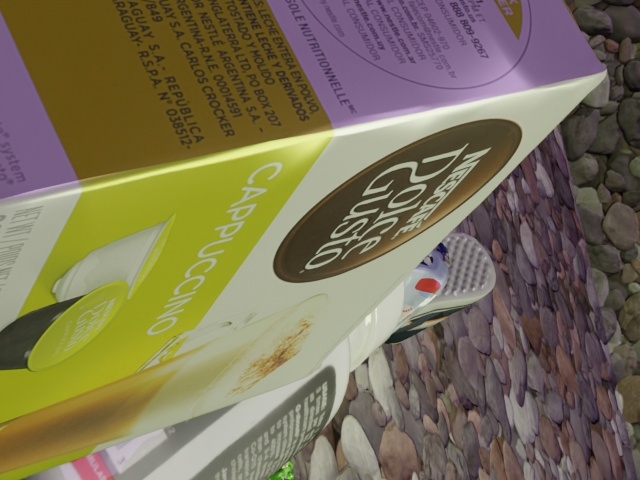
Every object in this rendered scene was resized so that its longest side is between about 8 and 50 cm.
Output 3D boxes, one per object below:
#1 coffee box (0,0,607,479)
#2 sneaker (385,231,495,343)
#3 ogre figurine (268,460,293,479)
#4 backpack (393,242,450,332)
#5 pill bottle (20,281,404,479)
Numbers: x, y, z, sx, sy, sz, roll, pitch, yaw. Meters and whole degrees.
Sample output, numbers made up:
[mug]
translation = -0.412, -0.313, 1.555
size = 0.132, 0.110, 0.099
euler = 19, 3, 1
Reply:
[coffee box]
translation = -0.131, -0.100, 0.749
size = 0.334, 0.337, 0.338
euler = -15, 68, -36
[sneaker]
translation = 0.051, 0.059, 1.661
size = 0.321, 0.127, 0.126
euler = 2, 63, -40
[ogre figurine]
translation = -0.076, 0.186, 1.300
size = 0.197, 0.096, 0.118
euler = 111, -21, -57
[backpack]
translation = 0.000, 0.000, 1.395
size = 0.213, 0.276, 0.263
euler = 51, 17, -17
[pill bottle]
translation = -0.110, 0.092, 1.005
size = 0.363, 0.210, 0.210
euler = -36, 108, -43
